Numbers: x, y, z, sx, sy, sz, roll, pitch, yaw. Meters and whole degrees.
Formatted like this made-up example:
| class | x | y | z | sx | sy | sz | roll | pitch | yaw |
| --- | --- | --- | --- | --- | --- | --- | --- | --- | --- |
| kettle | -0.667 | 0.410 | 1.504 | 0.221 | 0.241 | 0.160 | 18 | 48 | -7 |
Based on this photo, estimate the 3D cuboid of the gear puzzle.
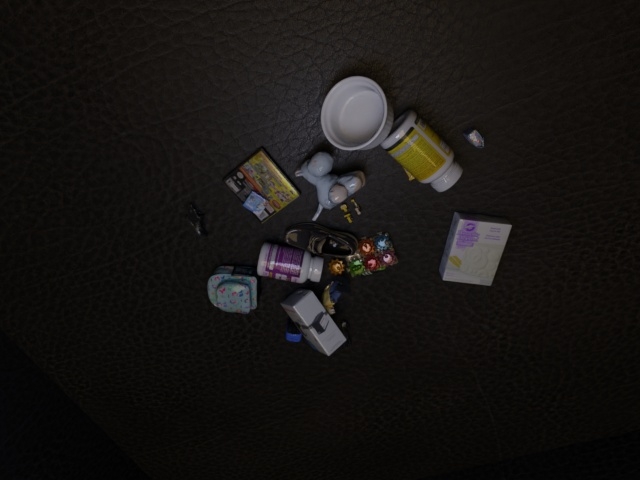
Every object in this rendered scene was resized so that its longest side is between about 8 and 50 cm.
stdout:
| class | x | y | z | sx | sy | sz | roll | pitch | yaw |
| --- | --- | --- | --- | --- | --- | --- | --- | --- | --- |
| gear puzzle | 0.190 | 0.081 | 1.986 | 0.339 | 0.044 | 0.175 | -18 | 94 | 13 |

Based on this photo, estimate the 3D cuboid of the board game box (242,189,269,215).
| class | x | y | z | sx | sy | sz | roll | pitch | yaw |
| --- | --- | --- | --- | --- | --- | --- | --- | --- | --- |
| board game box | -0.296 | -0.172 | 1.888 | 0.090 | 0.020 | 0.090 | 33 | 116 | -13 |

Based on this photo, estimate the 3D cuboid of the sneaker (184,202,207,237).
| class | x | y | z | sx | sy | sz | roll | pitch | yaw |
| --- | --- | --- | --- | --- | --- | --- | --- | --- | --- |
| sneaker | -0.584 | -0.094 | 1.968 | 0.089 | 0.051 | 0.170 | -34 | 107 | 23 |

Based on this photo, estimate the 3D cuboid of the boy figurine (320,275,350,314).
| class | x | y | z | sx | sy | sz | roll | pitch | yaw |
| --- | --- | --- | --- | --- | --- | --- | --- | --- | --- |
| boy figurine | 0.054 | 0.302 | 2.074 | 0.092 | 0.177 | 0.285 | 14 | 135 | -16 |

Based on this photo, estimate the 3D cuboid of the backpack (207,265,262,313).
| class | x | y | z | sx | sy | sz | roll | pitch | yaw |
| --- | --- | --- | --- | --- | --- | --- | --- | --- | --- |
| backpack | -0.438 | 0.245 | 2.068 | 0.254 | 0.191 | 0.225 | 8 | 118 | 5 |

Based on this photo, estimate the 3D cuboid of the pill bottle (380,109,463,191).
| class | x | y | z | sx | sy | sz | roll | pitch | yaw |
| --- | --- | --- | --- | --- | --- | --- | --- | --- | --- |
| pill bottle | 0.422 | -0.359 | 1.695 | 0.334 | 0.188 | 0.188 | 39 | 113 | -15 |

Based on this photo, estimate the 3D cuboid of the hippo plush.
| class | x | y | z | sx | sy | sz | roll | pitch | yaw |
| --- | --- | --- | --- | --- | --- | --- | --- | --- | --- |
| hippo plush | 0.040 | -0.276 | 1.785 | 0.236 | 0.234 | 0.294 | 54 | 152 | -3 |

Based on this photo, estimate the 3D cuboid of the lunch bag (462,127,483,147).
| class | x | y | z | sx | sy | sz | roll | pitch | yaw |
| --- | --- | --- | --- | --- | --- | --- | --- | --- | --- |
| lunch bag | 0.644 | -0.425 | 1.714 | 0.053 | 0.071 | 0.083 | -40 | 107 | 16 |

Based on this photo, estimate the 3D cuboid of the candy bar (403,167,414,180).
| class | x | y | z | sx | sy | sz | roll | pitch | yaw |
| --- | --- | --- | --- | --- | --- | --- | --- | --- | --- |
| candy bar | 0.372 | -0.337 | 1.806 | 0.040 | 0.018 | 0.161 | -30 | 112 | 17 |

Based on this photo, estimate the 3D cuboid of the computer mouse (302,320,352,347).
| class | x | y | z | sx | sy | sz | roll | pitch | yaw |
| --- | --- | --- | --- | --- | --- | --- | --- | --- | --- |
| computer mouse | 0.031 | 0.534 | 2.246 | 0.272 | 0.072 | 0.188 | -5 | 118 | 6 |

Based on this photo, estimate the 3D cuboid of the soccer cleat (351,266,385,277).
| class | x | y | z | sx | sy | sz | roll | pitch | yaw |
| --- | --- | --- | --- | --- | --- | --- | --- | --- | --- |
| soccer cleat | 0.236 | 0.149 | 2.048 | 0.179 | 0.060 | 0.072 | -4 | 129 | 11 |

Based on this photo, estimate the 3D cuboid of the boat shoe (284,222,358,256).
| class | x | y | z | sx | sy | sz | roll | pitch | yaw |
| --- | --- | --- | --- | --- | --- | --- | --- | --- | --- |
| boat shoe | 0.000 | 0.000 | 1.921 | 0.355 | 0.130 | 0.132 | 7 | 105 | 6 |

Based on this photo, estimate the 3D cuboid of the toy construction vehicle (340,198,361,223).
| class | x | y | z | sx | sy | sz | roll | pitch | yaw |
| --- | --- | --- | --- | --- | --- | --- | --- | --- | --- |
| toy construction vehicle | 0.145 | -0.139 | 1.916 | 0.086 | 0.035 | 0.098 | -25 | 111 | 27 |

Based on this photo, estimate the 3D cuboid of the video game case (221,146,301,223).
| class | x | y | z | sx | sy | sz | roll | pitch | yaw |
| --- | --- | --- | --- | --- | --- | --- | --- | --- | --- |
| video game case | -0.267 | -0.246 | 1.881 | 0.248 | 0.035 | 0.275 | -34 | 110 | 19 |

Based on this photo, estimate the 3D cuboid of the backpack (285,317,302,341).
| class | x | y | z | sx | sy | sz | roll | pitch | yaw |
| --- | --- | --- | --- | --- | --- | --- | --- | --- | --- |
| backpack | -0.137 | 0.491 | 2.206 | 0.098 | 0.120 | 0.101 | 4 | 117 | 1 |

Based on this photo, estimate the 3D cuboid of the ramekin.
| class | x | y | z | sx | sy | sz | roll | pitch | yaw |
| --- | --- | --- | --- | --- | --- | --- | --- | --- | --- |
| ramekin | 0.153 | -0.487 | 1.616 | 0.277 | 0.135 | 0.277 | 3 | 95 | 30 |

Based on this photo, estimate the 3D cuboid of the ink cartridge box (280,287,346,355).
| class | x | y | z | sx | sy | sz | roll | pitch | yaw |
| --- | --- | --- | --- | --- | --- | --- | --- | --- | --- |
| ink cartridge box | -0.040 | 0.403 | 2.056 | 0.129 | 0.223 | 0.307 | -38 | 100 | -20 |

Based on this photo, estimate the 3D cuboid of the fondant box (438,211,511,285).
| class | x | y | z | sx | sy | sz | roll | pitch | yaw |
| --- | --- | --- | --- | --- | --- | --- | --- | --- | --- |
| fondant box | 0.721 | 0.042 | 1.939 | 0.238 | 0.096 | 0.330 | 6 | 116 | 0 |

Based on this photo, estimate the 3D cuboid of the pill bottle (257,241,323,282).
| class | x | y | z | sx | sy | sz | roll | pitch | yaw |
| --- | --- | --- | --- | --- | --- | --- | --- | --- | --- |
| pill bottle | -0.143 | 0.114 | 1.984 | 0.302 | 0.169 | 0.169 | 11 | 117 | -1 |
